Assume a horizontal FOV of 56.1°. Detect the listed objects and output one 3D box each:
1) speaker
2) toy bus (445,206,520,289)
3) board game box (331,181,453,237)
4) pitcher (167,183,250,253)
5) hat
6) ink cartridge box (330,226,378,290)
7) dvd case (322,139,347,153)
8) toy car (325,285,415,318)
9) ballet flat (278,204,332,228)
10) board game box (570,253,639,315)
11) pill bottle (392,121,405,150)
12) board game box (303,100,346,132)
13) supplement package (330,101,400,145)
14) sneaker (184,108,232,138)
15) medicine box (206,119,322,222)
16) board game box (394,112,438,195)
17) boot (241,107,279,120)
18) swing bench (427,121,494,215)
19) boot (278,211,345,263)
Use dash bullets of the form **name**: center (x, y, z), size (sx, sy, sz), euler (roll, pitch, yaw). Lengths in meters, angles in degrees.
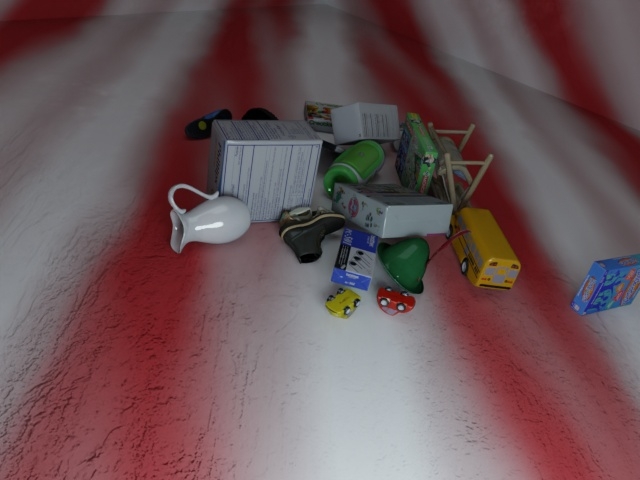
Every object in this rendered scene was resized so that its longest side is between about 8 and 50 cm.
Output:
- **speaker**: center (0.118, -0.241, 2.016), size (0.131, 0.131, 0.296), euler (22, 35, 15)
- **toy bus**: center (0.460, 0.011, 1.739), size (0.108, 0.130, 0.333), euler (6, 34, -9)
- **board game box**: center (0.201, -0.095, 1.757), size (0.223, 0.098, 0.303), euler (-2, 18, -27)
- **pitcher**: center (-0.297, -0.073, 1.587), size (0.207, 0.178, 0.125), euler (-15, 18, -32)
- **hat**: center (0.273, 0.015, 1.579), size (0.173, 0.183, 0.208), euler (43, 24, -7)
- **ink cartridge box**: center (0.091, 0.044, 1.552), size (0.097, 0.046, 0.207), euler (15, 31, 1)
- **dvd case**: center (0.016, -0.339, 2.123), size (0.180, 0.022, 0.253), euler (24, 8, 18)
- **toy car**: center (0.097, 0.121, 1.531), size (0.238, 0.053, 0.225), euler (-2, 35, -21)
- **ballet flat**: center (-0.021, -0.067, 1.762), size (0.206, 0.067, 0.073), euler (-7, 41, -27)
- **board game box**: center (0.810, 0.119, 1.661), size (0.210, 0.160, 0.047), euler (-8, 38, -26)
- **pill bottle**: center (0.321, -0.408, 2.372), size (0.078, 0.078, 0.137), euler (11, 33, -1)
- **board game box**: center (0.088, -0.494, 2.450), size (0.305, 0.053, 0.193), euler (5, 33, -10)
- **supplement package**: center (0.170, -0.427, 2.219), size (0.139, 0.134, 0.244), euler (-5, 3, 41)
- **sneaker**: center (-0.417, -0.418, 2.182), size (0.082, 0.069, 0.209), euler (-3, 26, 46)
- **medicine box**: center (-0.167, -0.200, 1.736), size (0.289, 0.264, 0.149), euler (-4, 36, -23)
- **board game box**: center (0.320, -0.274, 2.048), size (0.046, 0.214, 0.317), euler (6, 34, -8)
- **boot**: center (-0.248, -0.340, 2.043), size (0.260, 0.131, 0.348), euler (-14, 41, -34)
- **swing bench**: center (0.439, -0.224, 1.984), size (0.165, 0.255, 0.253), euler (1, 33, -4)
- **boot**: center (0.000, 0.000, 1.677), size (0.197, 0.077, 0.137), euler (-18, 46, -18)
